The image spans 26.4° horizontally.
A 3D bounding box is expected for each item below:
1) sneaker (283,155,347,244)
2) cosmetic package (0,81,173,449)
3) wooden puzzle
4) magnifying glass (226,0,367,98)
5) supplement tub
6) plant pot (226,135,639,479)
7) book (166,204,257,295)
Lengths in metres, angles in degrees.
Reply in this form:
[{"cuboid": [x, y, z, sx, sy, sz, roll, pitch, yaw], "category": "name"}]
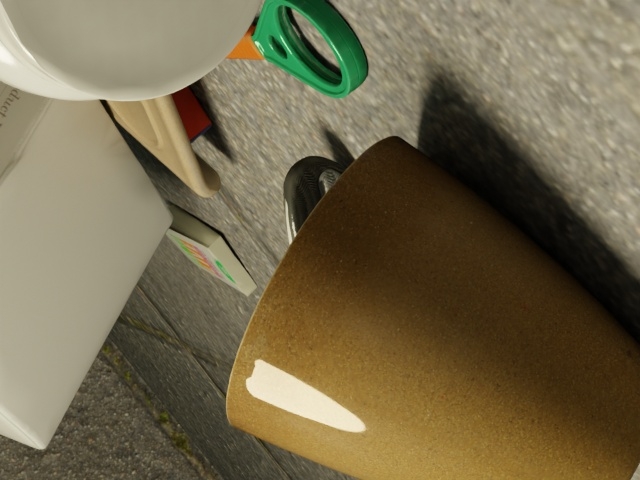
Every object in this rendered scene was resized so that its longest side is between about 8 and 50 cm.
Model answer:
[{"cuboid": [0.000, 0.000, 1.228, 0.132, 0.086, 0.229, 36, 161, 48], "category": "sneaker"}, {"cuboid": [-0.444, -0.024, 1.508, 0.393, 0.329, 0.327, 18, 157, 23], "category": "cosmetic package"}, {"cuboid": [-0.231, -0.229, 1.354, 0.322, 0.080, 0.348, 41, 168, 29], "category": "wooden puzzle"}, {"cuboid": [-0.032, -0.155, 1.062, 0.092, 0.026, 0.231, 55, 162, -21], "category": "magnifying glass"}, {"cuboid": [-0.194, -0.227, 0.947, 0.316, 0.228, 0.228, 30, 156, 50], "category": "supplement tub"}, {"cuboid": [0.104, 0.091, 0.938, 0.254, 0.237, 0.237, 30, 160, 16], "category": "plant pot"}, {"cuboid": [-0.147, 0.014, 1.783, 0.144, 0.035, 0.096, 26, 156, 53], "category": "book"}]
